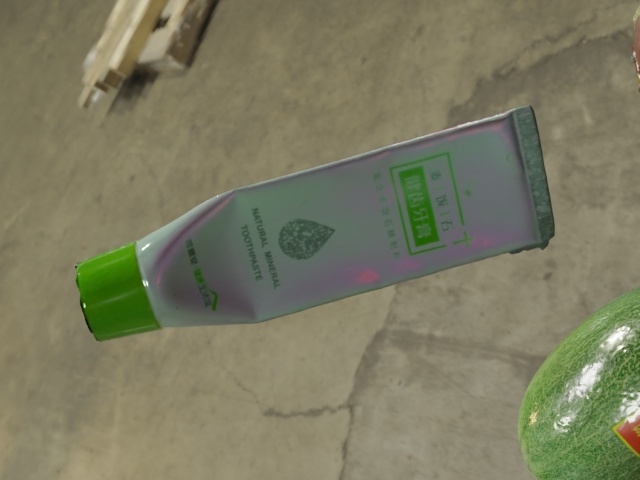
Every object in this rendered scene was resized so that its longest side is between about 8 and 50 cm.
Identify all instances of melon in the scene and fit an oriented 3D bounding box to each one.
[{"bbox_3d":[0.313,0.141,0.884,0.288,0.182,0.182,-50,36,27],"label":"melon"}]

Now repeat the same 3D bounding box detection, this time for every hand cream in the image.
[{"bbox_3d":[0.000,0.000,0.543,0.275,0.079,0.050,-16,45,-1],"label":"hand cream"}]

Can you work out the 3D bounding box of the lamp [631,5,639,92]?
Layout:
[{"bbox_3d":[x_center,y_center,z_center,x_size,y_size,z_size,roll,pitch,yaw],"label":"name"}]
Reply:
[{"bbox_3d":[0.489,-0.259,1.146,0.223,0.151,0.215,31,103,40],"label":"lamp"}]
